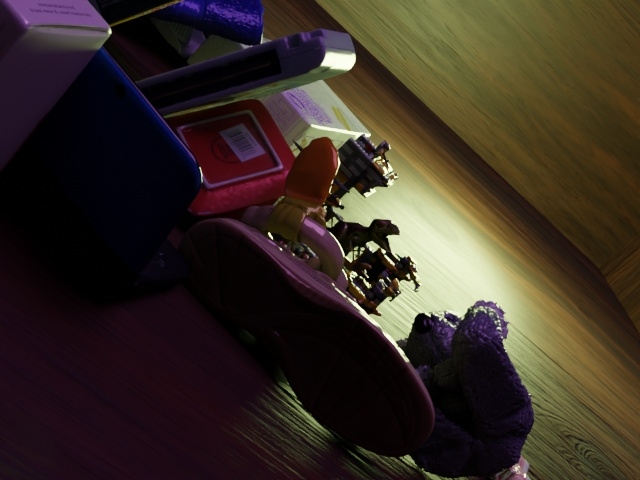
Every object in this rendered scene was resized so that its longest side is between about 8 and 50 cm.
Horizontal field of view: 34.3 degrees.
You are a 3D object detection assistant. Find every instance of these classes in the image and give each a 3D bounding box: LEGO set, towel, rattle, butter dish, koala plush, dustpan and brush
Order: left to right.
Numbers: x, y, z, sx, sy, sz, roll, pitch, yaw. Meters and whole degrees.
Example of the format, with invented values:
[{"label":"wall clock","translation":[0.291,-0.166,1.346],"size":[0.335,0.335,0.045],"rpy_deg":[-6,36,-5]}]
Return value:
[{"label":"dustpan and brush","translation":[-0.269,-0.412,1.784],"size":[0.211,0.060,0.147],"rpy_deg":[46,17,1]},{"label":"towel","translation":[-0.244,-0.420,1.660],"size":[0.308,0.076,0.227],"rpy_deg":[11,31,-25]},{"label":"butter dish","translation":[-0.120,-0.079,1.302],"size":[0.160,0.118,0.160],"rpy_deg":[-17,59,-22]},{"label":"rattle","translation":[0.000,0.000,1.254],"size":[0.199,0.130,0.142],"rpy_deg":[50,39,-35]},{"label":"LEGO set","translation":[0.056,-0.027,1.448],"size":[0.255,0.192,0.331],"rpy_deg":[49,17,11]},{"label":"koala plush","translation":[0.162,0.166,1.302],"size":[0.203,0.196,0.221],"rpy_deg":[52,13,-22]}]

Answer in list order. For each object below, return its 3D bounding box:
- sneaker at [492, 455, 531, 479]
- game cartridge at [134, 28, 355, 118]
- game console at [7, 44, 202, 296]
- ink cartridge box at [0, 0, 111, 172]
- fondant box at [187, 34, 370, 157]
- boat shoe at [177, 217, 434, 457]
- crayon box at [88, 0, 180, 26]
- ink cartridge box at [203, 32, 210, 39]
[{"label":"sneaker","translation":[0.240,0.303,1.381],"size":[0.070,0.051,0.134],"rpy_deg":[46,13,4]},{"label":"game cartridge","translation":[-0.110,-0.205,1.329],"size":[0.198,0.297,0.062],"rpy_deg":[-16,92,-73]},{"label":"game console","translation":[-0.211,-0.110,0.996],"size":[0.293,0.173,0.250],"rpy_deg":[51,13,8]},{"label":"ink cartridge box","translation":[-0.345,-0.199,0.854],"size":[0.283,0.207,0.117],"rpy_deg":[48,22,10]},{"label":"fondant box","translation":[-0.064,-0.248,1.844],"size":[0.238,0.096,0.330],"rpy_deg":[49,18,11]},{"label":"boat shoe","translation":[-0.004,0.093,1.148],"size":[0.341,0.121,0.110],"rpy_deg":[45,15,2]},{"label":"crayon box","translation":[-0.190,-0.366,1.344],"size":[0.313,0.363,0.106],"rpy_deg":[-75,146,-71]},{"label":"ink cartridge box","translation":[-0.235,-0.436,1.866],"size":[0.207,0.046,0.097],"rpy_deg":[42,-22,-17]}]
